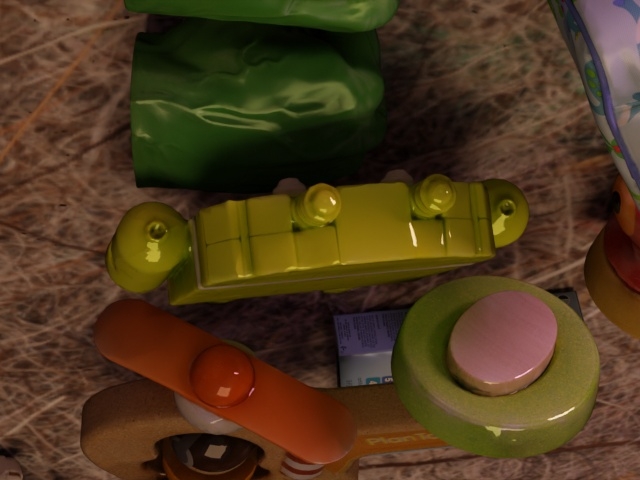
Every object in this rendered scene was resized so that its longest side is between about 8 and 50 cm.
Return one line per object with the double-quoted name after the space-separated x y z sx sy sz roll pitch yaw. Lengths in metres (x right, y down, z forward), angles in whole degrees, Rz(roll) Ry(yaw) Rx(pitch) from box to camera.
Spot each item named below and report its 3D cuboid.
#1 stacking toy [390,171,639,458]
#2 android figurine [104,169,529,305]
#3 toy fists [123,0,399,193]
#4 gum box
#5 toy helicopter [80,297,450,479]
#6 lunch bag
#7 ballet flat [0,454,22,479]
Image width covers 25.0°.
0.205 0.066 0.852 0.279 0.309 0.130 -12 138 -19 "stacking toy"
0.000 0.000 0.856 0.248 0.056 0.273 -5 173 -13 "android figurine"
-0.028 -0.122 0.765 0.142 0.096 0.279 4 144 -2 "toy fists"
0.105 0.107 1.124 0.184 0.041 0.157 -6 142 -1 "gum box"
-0.002 0.117 0.986 0.355 0.140 0.235 -9 147 19 "toy helicopter"
0.174 -0.108 0.750 0.090 0.176 0.219 -24 142 12 "lunch bag"
-0.260 0.216 1.192 0.074 0.074 0.203 -26 133 22 "ballet flat"
